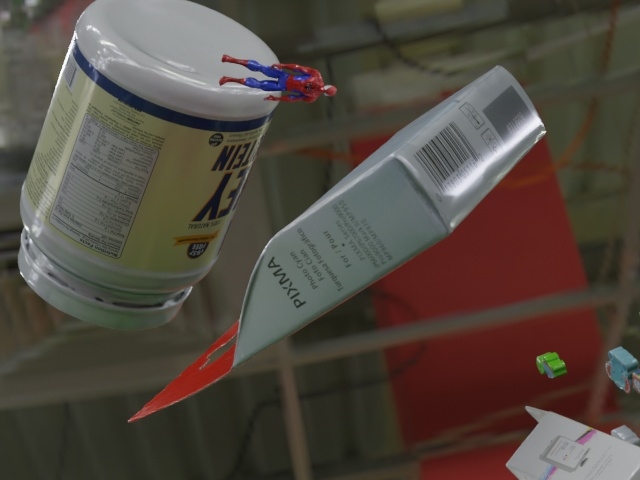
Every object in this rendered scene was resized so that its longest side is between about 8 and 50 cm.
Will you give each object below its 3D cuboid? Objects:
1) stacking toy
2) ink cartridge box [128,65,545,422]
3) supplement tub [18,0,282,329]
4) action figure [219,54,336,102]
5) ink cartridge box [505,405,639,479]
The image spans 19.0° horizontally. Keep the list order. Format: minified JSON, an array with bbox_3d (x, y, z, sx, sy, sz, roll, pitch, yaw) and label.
[{"bbox_3d":[0.369,0.168,2.183,0.167,0.221,0.052,-20,-54,-17],"label":"stacking toy"},{"bbox_3d":[0.000,0.000,1.774,0.385,0.091,0.308,-31,6,29],"label":"ink cartridge box"},{"bbox_3d":[-0.198,-0.087,2.134,0.235,0.235,0.324,7,-59,-28],"label":"supplement tub"},{"bbox_3d":[-0.040,-0.154,1.846,0.115,0.038,0.030,10,14,10],"label":"action figure"},{"bbox_3d":[0.242,0.217,1.655,0.115,0.198,0.067,45,-102,-23],"label":"ink cartridge box"}]
